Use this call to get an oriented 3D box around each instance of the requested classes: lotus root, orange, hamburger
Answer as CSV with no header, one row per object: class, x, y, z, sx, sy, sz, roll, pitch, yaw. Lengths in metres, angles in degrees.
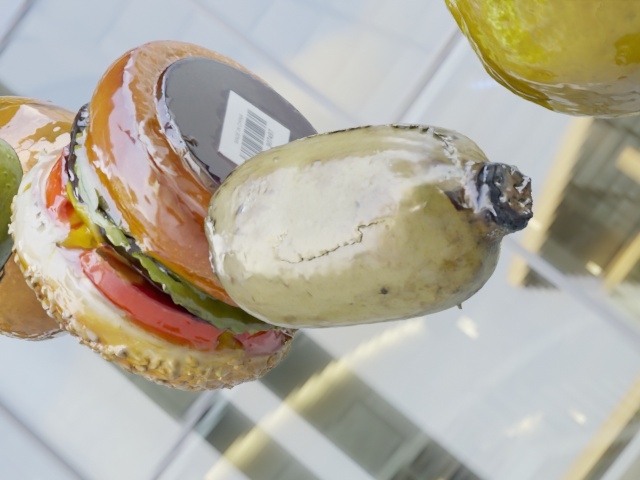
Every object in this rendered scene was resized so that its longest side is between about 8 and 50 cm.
lotus root,0.039,-0.012,1.451,0.284,0.160,0.146,-11,-9,32
orange,0.174,-0.215,1.119,0.235,0.279,0.279,-24,-22,1
orange,-0.355,-0.025,2.185,0.312,0.312,0.312,-43,-22,-22
hamburger,-0.135,-0.014,1.815,0.250,0.330,0.330,-45,-15,30

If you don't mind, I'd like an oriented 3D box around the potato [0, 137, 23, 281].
potato,-0.407,-0.007,1.919,0.248,0.169,0.143,-59,8,-1
